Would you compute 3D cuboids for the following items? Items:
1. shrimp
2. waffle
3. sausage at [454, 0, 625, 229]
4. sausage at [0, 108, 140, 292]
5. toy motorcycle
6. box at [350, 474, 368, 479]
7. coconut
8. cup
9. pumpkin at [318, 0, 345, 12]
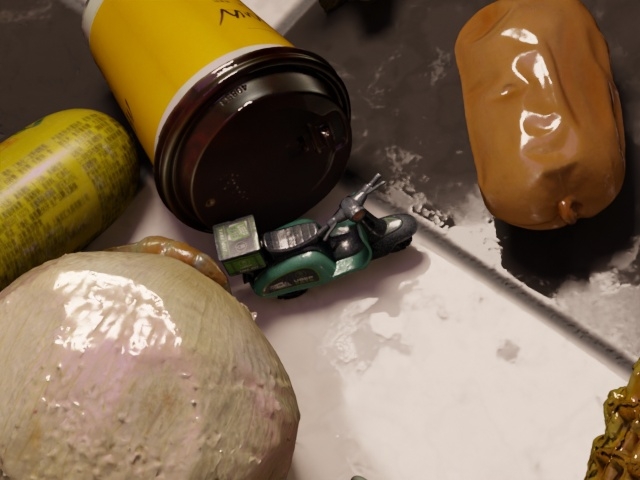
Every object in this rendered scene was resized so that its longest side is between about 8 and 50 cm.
[{"bbox_3d":[-0.160,0.040,1.736,0.190,0.101,0.042,-2,42,36],"label":"shrimp"},{"bbox_3d":[0.264,0.162,1.469,0.051,0.291,0.291,30,68,-10],"label":"waffle"},{"bbox_3d":[0.195,-0.115,1.710,0.136,0.120,0.241,-14,59,20],"label":"sausage"},{"bbox_3d":[-0.284,-0.015,1.727,0.123,0.123,0.347,25,44,25],"label":"sausage"},{"bbox_3d":[0.000,0.000,1.706,0.173,0.100,0.058,-16,58,6],"label":"toy motorcycle"},{"bbox_3d":[0.089,0.308,1.483,0.243,0.163,0.135,34,83,27],"label":"box"},{"bbox_3d":[-0.157,0.139,1.559,0.297,0.297,0.254,31,86,27],"label":"coconut"},{"bbox_3d":[-0.105,-0.142,1.771,0.196,0.196,0.280,-35,51,-6],"label":"cup"},{"bbox_3d":[0.073,-0.328,1.858,0.126,0.131,0.248,18,69,23],"label":"pumpkin"}]
